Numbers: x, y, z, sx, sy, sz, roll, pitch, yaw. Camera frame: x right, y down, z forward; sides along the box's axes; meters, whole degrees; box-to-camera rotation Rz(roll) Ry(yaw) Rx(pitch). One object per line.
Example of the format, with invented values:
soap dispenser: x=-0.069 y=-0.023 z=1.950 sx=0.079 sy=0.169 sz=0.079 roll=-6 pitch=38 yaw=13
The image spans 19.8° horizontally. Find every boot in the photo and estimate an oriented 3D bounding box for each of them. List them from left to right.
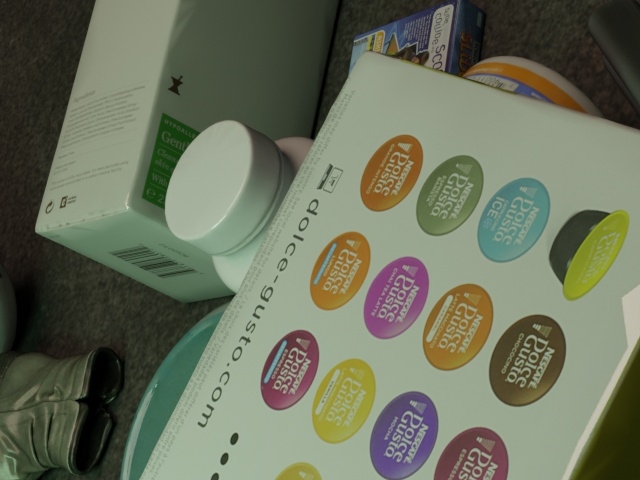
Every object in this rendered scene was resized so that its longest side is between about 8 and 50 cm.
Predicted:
boot: x=-0.287 y=0.218 z=1.816 sx=0.161 sy=0.083 sz=0.246 roll=-1 pitch=68 yaw=44

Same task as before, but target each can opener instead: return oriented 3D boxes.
can opener: x=0.283 y=-0.088 z=1.341 sx=0.093 sy=0.074 sz=0.280 roll=-31 pitch=41 yaw=1

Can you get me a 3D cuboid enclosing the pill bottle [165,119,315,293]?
pill bottle: x=0.000 y=0.000 z=1.465 sx=0.136 sy=0.245 sz=0.136 roll=-29 pitch=47 yaw=36

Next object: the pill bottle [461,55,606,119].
pill bottle: x=0.091 y=0.001 z=1.352 sx=0.152 sy=0.152 sz=0.272 roll=3 pitch=43 yaw=51

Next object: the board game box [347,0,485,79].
board game box: x=0.074 y=-0.106 z=1.623 sx=0.136 sy=0.035 sz=0.201 roll=-15 pitch=57 yaw=45

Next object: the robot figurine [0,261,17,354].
robot figurine: x=-0.465 y=0.082 z=1.965 sx=0.278 sy=0.209 sz=0.174 roll=-6 pitch=78 yaw=1

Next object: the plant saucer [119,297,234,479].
plant saucer: x=-0.087 y=0.186 z=1.602 sx=0.317 sy=0.043 sz=0.318 roll=-31 pitch=48 yaw=41

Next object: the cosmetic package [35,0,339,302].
cosmetic package: x=-0.118 y=-0.147 z=1.747 sx=0.155 sy=0.197 sz=0.365 roll=-11 pitch=61 yaw=47

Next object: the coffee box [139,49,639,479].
coffee box: x=0.157 y=0.126 z=1.120 sx=0.334 sy=0.338 sz=0.338 roll=25 pitch=88 yaw=53
